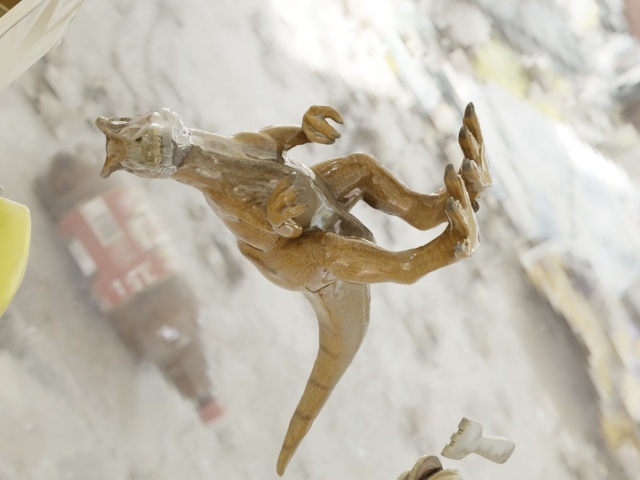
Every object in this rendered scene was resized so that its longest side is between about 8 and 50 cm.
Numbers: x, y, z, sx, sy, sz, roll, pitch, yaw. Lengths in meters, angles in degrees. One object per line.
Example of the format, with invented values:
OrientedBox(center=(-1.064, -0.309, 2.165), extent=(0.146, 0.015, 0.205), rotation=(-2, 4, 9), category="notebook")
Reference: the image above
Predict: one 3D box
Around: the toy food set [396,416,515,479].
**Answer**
OrientedBox(center=(0.043, 0.188, 1.178), extent=(0.038, 0.192, 0.132), rotation=(33, 2, 24), category="toy food set")

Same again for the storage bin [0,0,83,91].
OrientedBox(center=(-0.291, -0.194, 1.209), extent=(0.260, 0.123, 0.262), rotation=(34, 32, -1), category="storage bin")

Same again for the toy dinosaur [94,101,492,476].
OrientedBox(center=(0.000, 0.000, 0.611), extent=(0.211, 0.112, 0.064), rotation=(54, 30, -53), category="toy dinosaur")

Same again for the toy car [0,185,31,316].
OrientedBox(center=(-0.177, -0.028, 0.692), extent=(0.239, 0.053, 0.225), rotation=(-40, 138, -52), category="toy car")
